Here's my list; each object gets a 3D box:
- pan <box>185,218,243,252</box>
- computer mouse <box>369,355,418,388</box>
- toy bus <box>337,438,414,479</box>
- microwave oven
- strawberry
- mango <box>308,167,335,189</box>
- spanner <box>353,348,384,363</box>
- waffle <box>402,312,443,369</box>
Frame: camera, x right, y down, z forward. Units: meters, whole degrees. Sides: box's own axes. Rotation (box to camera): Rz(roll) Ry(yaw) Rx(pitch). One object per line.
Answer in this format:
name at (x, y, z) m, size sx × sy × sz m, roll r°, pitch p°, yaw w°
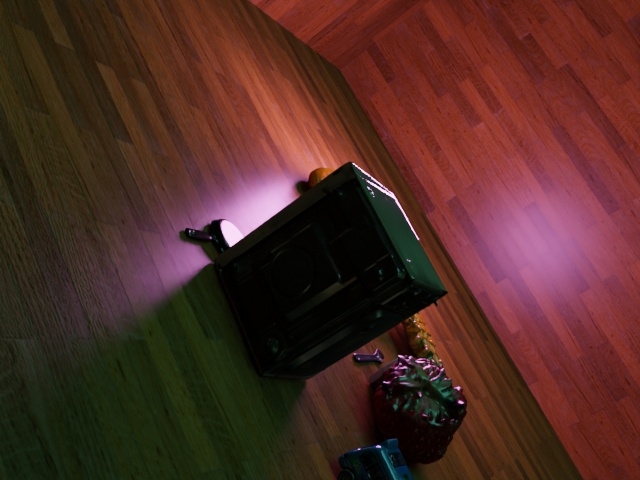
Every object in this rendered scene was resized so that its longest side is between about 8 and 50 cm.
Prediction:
pan at (-0.233, -0.004, 1.790) m, size 0.235 × 0.028 × 0.136 m, roll 18°, pitch 40°, yaw -62°
computer mouse at (0.226, 0.381, 2.127) m, size 0.231 × 0.128 × 0.079 m, roll 23°, pitch 31°, yaw -57°
toy bus at (0.142, 0.545, 1.617) m, size 0.113 × 0.134 × 0.246 m, roll 21°, pitch 39°, yaw -60°
microwave oven at (0.010, 0.075, 1.679) m, size 0.247 × 0.394 × 0.333 m, roll 25°, pitch 35°, yaw -58°
strawberry at (0.243, 0.442, 1.966) m, size 0.261 × 0.258 × 0.261 m, roll 16°, pitch 39°, yaw -13°
mango at (0.027, -0.183, 2.628) m, size 0.147 × 0.109 × 0.227 m, roll 60°, pitch 19°, yaw 6°
spanner at (0.138, 0.328, 2.178) m, size 0.208 × 0.012 × 0.046 m, roll 15°, pitch 43°, yaw -62°
waffle at (0.322, 0.313, 2.524) m, size 0.329 × 0.062 × 0.329 m, roll 61°, pitch 10°, yaw -18°
